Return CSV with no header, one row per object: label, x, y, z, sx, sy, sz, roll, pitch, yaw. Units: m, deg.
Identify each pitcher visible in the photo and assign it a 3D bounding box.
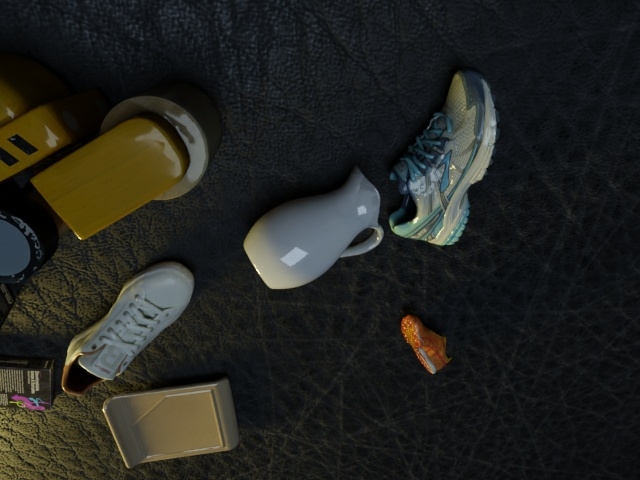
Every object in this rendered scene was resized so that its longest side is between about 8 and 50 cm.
pitcher,0.000,0.000,0.765,0.207,0.125,0.177,-31,140,-2

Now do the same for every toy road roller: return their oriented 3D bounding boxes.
toy road roller,-0.306,-0.128,0.569,0.330,0.202,0.240,-25,113,8

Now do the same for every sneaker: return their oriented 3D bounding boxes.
sneaker,0.212,0.196,0.974,0.067,0.064,0.175,-40,129,-7
sneaker,-0.315,0.157,0.804,0.290,0.123,0.106,-42,119,16
sneaker,0.171,-0.111,0.719,0.122,0.110,0.282,1,124,-7

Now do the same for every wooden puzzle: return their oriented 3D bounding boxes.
wooden puzzle,-0.297,0.372,1.006,0.239,0.044,0.220,-8,125,-10

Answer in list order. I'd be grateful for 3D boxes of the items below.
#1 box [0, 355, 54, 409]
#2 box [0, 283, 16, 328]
box,-0.572,0.257,0.880,0.162,0.029,0.116,10,122,-15
box,-0.525,0.048,0.617,0.077,0.242,0.307,-8,126,-5
